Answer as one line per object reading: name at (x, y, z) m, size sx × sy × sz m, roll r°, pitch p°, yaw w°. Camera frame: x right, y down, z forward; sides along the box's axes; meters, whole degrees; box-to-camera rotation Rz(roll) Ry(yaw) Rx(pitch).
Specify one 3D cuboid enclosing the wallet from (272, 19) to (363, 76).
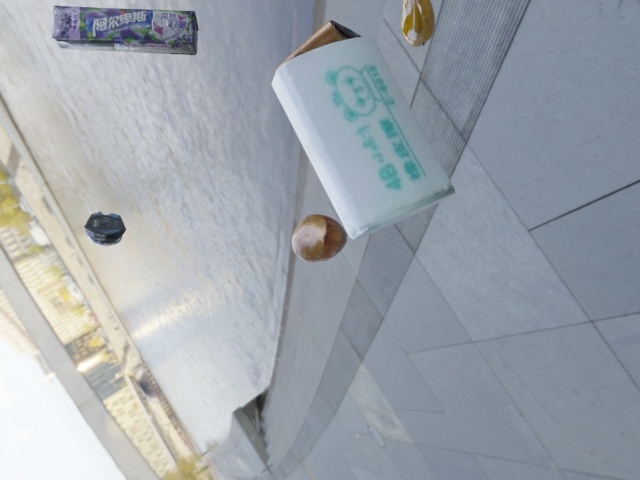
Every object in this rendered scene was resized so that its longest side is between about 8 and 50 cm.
wallet at (0.014, -0.372, 1.018) m, size 0.160 × 0.195 × 0.042 m, roll -34°, pitch 78°, yaw 27°

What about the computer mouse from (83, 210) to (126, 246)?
computer mouse at (-0.447, -0.021, 1.010) m, size 0.135 × 0.079 × 0.047 m, roll -124°, pitch 44°, yaw -53°

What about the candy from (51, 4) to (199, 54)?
candy at (-0.436, -0.476, 1.103) m, size 0.061 × 0.311 × 0.088 m, roll 146°, pitch 121°, yaw -79°

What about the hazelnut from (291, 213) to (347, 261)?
hazelnut at (0.000, 0.000, 1.386) m, size 0.150 × 0.150 × 0.150 m, roll 43°, pitch 151°, yaw 31°

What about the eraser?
eraser at (0.068, -0.162, 0.772) m, size 0.290 × 0.189 × 0.104 m, roll 63°, pitch 162°, yaw 4°

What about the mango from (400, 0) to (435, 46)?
mango at (0.193, -0.449, 0.976) m, size 0.080 × 0.060 × 0.115 m, roll -126°, pitch 19°, yaw -56°
